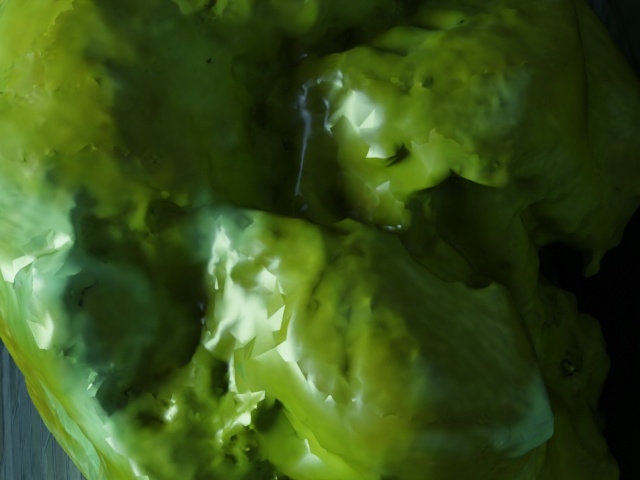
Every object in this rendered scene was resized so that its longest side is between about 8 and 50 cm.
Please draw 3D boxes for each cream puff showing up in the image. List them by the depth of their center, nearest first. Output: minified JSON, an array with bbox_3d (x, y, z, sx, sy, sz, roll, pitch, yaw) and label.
[{"bbox_3d":[0.000,0.000,0.664,0.378,0.275,0.378,51,163,23],"label":"cream puff"}]
